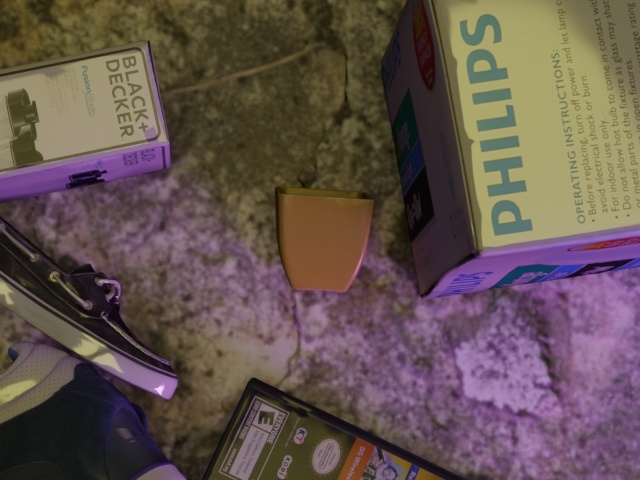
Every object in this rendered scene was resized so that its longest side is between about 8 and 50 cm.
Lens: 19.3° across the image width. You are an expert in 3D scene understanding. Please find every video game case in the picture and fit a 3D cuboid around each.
[{"bbox_3d":[-0.006,0.292,1.582,0.248,0.035,0.275,26,77,-1],"label":"video game case"}]

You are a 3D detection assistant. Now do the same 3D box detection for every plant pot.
[{"bbox_3d":[0.000,0.000,1.603,0.081,0.081,0.083,4,97,-4],"label":"plant pot"}]

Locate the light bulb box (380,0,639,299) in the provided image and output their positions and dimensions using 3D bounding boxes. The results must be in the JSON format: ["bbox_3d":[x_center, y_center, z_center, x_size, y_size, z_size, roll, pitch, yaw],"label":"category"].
[{"bbox_3d":[0.253,-0.100,1.489,0.361,0.358,0.225,-9,84,-4],"label":"light bulb box"}]

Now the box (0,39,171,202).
[{"bbox_3d":[-0.270,-0.081,1.542,0.289,0.169,0.087,-12,86,-6],"label":"box"}]

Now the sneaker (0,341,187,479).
[{"bbox_3d":[-0.269,0.240,1.554,0.236,0.130,0.323,43,103,23],"label":"sneaker"}]

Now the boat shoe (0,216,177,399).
[{"bbox_3d":[-0.205,0.054,1.580,0.219,0.078,0.070,34,84,1],"label":"boat shoe"}]
